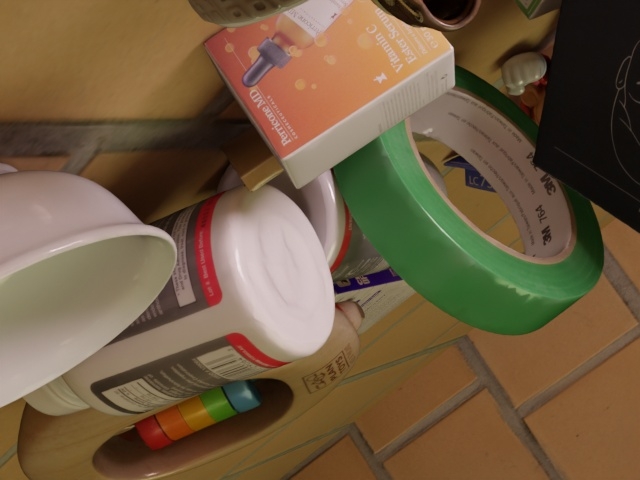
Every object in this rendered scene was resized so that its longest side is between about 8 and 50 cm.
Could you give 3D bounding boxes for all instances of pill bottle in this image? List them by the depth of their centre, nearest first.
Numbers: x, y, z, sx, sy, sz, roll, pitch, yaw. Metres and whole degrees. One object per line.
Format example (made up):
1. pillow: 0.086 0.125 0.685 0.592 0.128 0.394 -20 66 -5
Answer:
1. pill bottle: -0.160 0.074 1.189 0.318 0.176 0.176 -21 172 27
2. pill bottle: 0.024 -0.037 1.346 0.161 0.161 0.283 -42 164 29

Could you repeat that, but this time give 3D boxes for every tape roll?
1. tape roll: 0.159 -0.053 1.268 0.321 0.321 0.077 -15 157 -50

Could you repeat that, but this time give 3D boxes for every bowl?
1. bowl: -0.277 0.030 0.971 0.297 0.134 0.298 -31 166 -9

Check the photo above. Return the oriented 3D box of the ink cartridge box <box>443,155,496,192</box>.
1. ink cartridge box: 0.351 -0.117 1.781 0.311 0.065 0.185 -19 -156 -41

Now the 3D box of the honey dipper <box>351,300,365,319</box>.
1. honey dipper: -0.008 0.141 1.689 0.160 0.030 0.030 -36 165 18

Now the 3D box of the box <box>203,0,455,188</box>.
1. box: 0.010 -0.150 1.019 0.170 0.130 0.091 -34 166 -2

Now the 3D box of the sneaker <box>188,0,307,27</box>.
1. sneaker: 0.034 -0.245 0.830 0.297 0.111 0.129 -36 171 10

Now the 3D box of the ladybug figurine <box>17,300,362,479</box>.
1. ladybug figurine: -0.165 0.161 1.468 0.449 0.162 0.305 -22 150 -1

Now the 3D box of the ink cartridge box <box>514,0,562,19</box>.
1. ink cartridge box: 0.293 -0.313 1.239 0.209 0.062 0.109 -25 162 -30

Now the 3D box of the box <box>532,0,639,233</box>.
1. box: 0.400 -0.193 1.122 0.212 0.293 0.396 -25 137 -30

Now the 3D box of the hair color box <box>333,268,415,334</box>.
1. hair color box: 0.018 0.075 1.796 0.185 0.110 0.339 -40 166 26

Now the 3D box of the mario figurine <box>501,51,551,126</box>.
1. mario figurine: 0.342 -0.178 1.536 0.170 0.198 0.320 -42 164 -20

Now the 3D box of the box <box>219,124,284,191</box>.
1. box: 0.000 -0.124 1.138 0.201 0.021 0.164 -34 -162 -2

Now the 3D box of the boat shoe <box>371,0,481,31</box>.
1. boat shoe: 0.033 -0.226 0.680 0.095 0.095 0.257 -36 131 2
